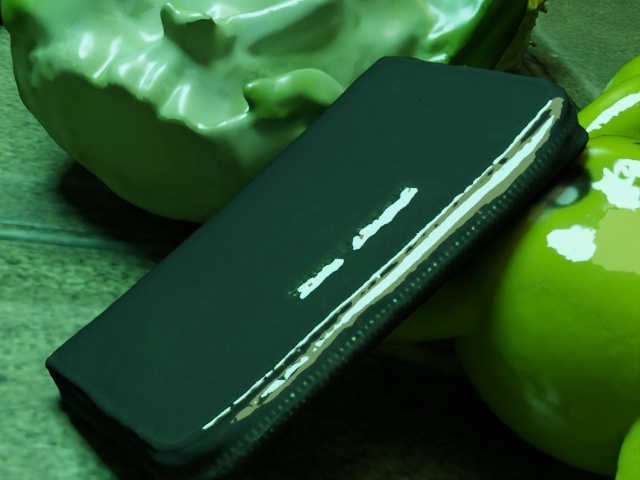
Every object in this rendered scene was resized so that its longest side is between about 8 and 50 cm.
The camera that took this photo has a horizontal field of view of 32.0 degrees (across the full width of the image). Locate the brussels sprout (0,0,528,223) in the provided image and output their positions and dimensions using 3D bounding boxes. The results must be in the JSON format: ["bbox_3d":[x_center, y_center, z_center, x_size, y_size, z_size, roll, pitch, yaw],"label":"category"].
[{"bbox_3d":[-0.012,-0.167,0.700,0.276,0.315,0.371,41,68,0],"label":"brussels sprout"}]

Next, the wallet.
[{"bbox_3d":[0.000,0.000,0.489,0.250,0.044,0.149,-42,32,-18],"label":"wallet"}]

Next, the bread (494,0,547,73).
[{"bbox_3d":[0.088,-0.235,1.042,0.245,0.121,0.174,31,31,27],"label":"bread"}]

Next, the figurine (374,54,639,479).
[{"bbox_3d":[0.149,0.011,0.554,0.218,0.169,0.326,32,36,22],"label":"figurine"}]
